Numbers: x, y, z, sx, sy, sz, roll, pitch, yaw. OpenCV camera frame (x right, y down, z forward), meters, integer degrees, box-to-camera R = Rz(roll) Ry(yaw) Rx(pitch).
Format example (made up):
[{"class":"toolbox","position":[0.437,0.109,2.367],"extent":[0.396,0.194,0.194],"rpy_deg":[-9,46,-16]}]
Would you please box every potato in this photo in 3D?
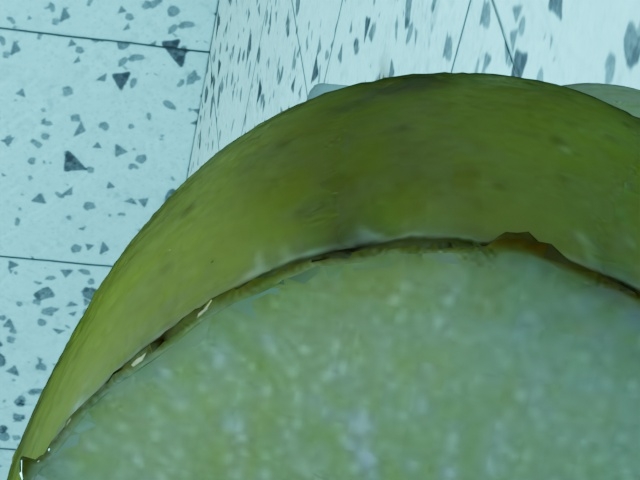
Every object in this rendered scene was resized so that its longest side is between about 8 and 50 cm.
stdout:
[{"class":"potato","position":[0.058,0.130,0.811],"extent":[0.319,0.385,0.442],"rpy_deg":[-82,7,-61]}]

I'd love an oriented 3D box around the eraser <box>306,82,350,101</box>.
[{"class":"eraser","position":[0.000,0.000,1.860],"extent":[0.174,0.095,0.270],"rpy_deg":[-96,16,-47]}]

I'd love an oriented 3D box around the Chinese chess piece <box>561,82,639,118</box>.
[{"class":"Chinese chess piece","position":[0.147,0.039,1.049],"extent":[0.257,0.104,0.257],"rpy_deg":[-174,90,-80]}]
